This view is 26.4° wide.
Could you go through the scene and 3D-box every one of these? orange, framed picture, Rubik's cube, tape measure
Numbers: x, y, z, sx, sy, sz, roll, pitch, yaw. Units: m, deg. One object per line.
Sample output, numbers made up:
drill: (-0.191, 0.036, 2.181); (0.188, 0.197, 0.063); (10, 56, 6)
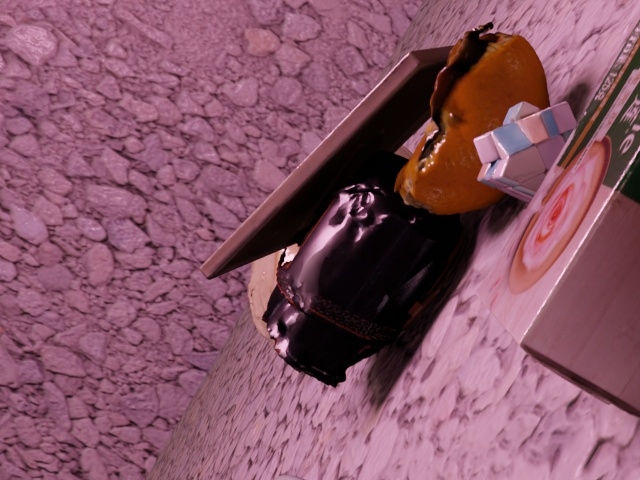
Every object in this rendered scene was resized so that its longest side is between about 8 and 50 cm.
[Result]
orange: (0.132, -0.094, 1.128); (0.170, 0.112, 0.160); (81, -149, -62)
framed picture: (0.030, -0.078, 1.269); (0.289, 0.016, 0.213); (-45, -10, 27)
Rubik's cube: (0.154, -0.066, 0.966); (0.073, 0.084, 0.075); (-65, 23, -4)
tape measure: (0.037, 0.018, 1.251); (0.202, 0.135, 0.223); (-55, 2, 12)

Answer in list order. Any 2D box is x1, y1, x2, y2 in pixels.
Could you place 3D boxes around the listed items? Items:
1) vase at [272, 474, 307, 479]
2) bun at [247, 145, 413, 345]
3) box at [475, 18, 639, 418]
vase: (-0.051, 0.283, 0.750); (0.299, 0.143, 0.143); (-59, 5, -14)
bun: (0.000, 0.000, 1.620); (0.287, 0.146, 0.287); (-61, 5, 9)
box: (0.166, -0.025, 0.675); (0.199, 0.081, 0.135); (-62, 6, 6)
